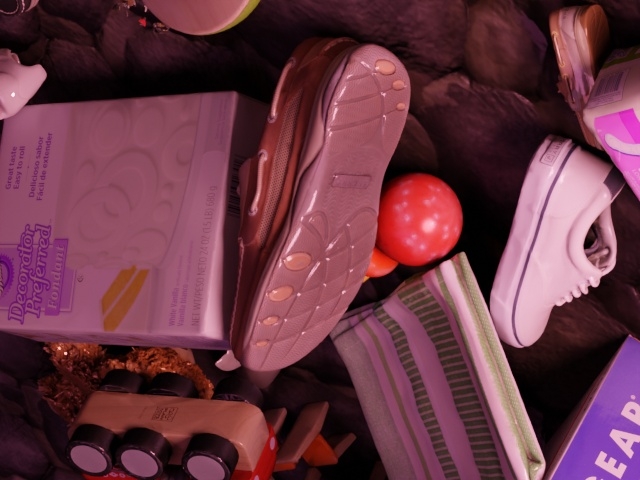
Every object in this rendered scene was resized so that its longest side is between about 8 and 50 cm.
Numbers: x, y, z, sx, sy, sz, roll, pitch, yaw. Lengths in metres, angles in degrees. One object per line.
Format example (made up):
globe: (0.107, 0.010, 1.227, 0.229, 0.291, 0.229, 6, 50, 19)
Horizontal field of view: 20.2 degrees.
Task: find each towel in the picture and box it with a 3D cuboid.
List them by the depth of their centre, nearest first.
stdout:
towel: (0.111, 0.161, 1.798, 0.248, 0.038, 0.325, 69, 156, 7)

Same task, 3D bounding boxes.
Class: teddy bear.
teddy bear: (-0.233, 0.187, 2.209, 0.245, 0.113, 0.338, 38, 153, 7)

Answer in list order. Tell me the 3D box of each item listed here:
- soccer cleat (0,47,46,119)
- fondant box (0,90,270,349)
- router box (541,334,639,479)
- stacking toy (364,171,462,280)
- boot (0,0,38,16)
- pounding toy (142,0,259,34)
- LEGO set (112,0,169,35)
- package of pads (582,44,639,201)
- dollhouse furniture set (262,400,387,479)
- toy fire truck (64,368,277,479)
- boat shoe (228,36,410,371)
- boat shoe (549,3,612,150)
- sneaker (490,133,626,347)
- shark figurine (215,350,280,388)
soccer cleat: (-0.362, -0.178, 1.912, 0.196, 0.076, 0.068, 26, 148, 46)
fondant box: (-0.193, -0.017, 1.806, 0.330, 0.238, 0.096, -1, 168, 40)
router box: (0.219, 0.300, 1.758, 0.082, 0.335, 0.301, 32, 145, 6)
stacking toy: (0.000, 0.000, 1.782, 0.330, 0.141, 0.141, -18, 120, 41)
boot: (-0.381, -0.277, 1.708, 0.085, 0.178, 0.236, 0, 131, 38)
pounding toy: (-0.076, -0.299, 1.532, 0.183, 0.110, 0.237, 17, 113, 41)
LEGO set: (-0.178, -0.233, 1.738, 0.054, 0.023, 0.083, 3, 147, 40)
package of pads: (0.380, -0.045, 1.434, 0.229, 0.101, 0.296, -14, 123, 47)
dollhouse furniture set: (-0.020, 0.343, 2.171, 0.259, 0.135, 0.262, -14, 123, 46)
toy fire truck: (-0.158, 0.289, 2.009, 0.217, 0.158, 0.246, 2, 131, 20)
boat shoe: (-0.017, -0.036, 1.663, 0.123, 0.324, 0.116, 10, -165, -46)
boat shoe: (0.221, -0.138, 1.504, 0.045, 0.050, 0.135, 10, 128, 35)
sneaker: (0.219, 0.019, 1.643, 0.091, 0.094, 0.258, 27, 143, 18)
shark figurine: (-0.110, 0.080, 1.964, 0.166, 0.116, 0.278, -9, 128, 43)
